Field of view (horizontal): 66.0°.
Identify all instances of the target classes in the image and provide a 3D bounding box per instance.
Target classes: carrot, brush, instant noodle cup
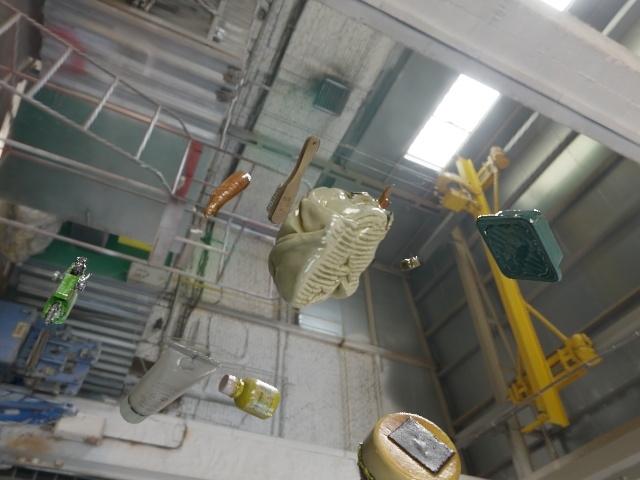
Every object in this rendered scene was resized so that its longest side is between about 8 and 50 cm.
[{"bbox_3d":[-0.254,-0.129,1.331,0.059,0.059,0.248,-59,180,35],"label":"carrot"},{"bbox_3d":[-0.099,-0.208,1.663,0.065,0.070,0.327,42,-69,39],"label":"brush"},{"bbox_3d":[0.444,0.005,1.078,0.070,0.179,0.157,-39,-162,-21],"label":"instant noodle cup"}]

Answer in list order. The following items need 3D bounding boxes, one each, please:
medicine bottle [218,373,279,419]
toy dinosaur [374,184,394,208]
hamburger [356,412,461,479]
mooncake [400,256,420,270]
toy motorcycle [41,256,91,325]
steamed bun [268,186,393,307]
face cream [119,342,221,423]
[{"bbox_3d":[-0.263,0.555,1.784,0.122,0.212,0.122,-40,-150,29],"label":"medicine bottle"},{"bbox_3d":[0.192,-0.116,1.654,0.212,0.142,0.057,-18,-109,36],"label":"toy dinosaur"},{"bbox_3d":[0.242,0.633,1.387,0.300,0.300,0.176,-108,-150,-62],"label":"hamburger"},{"bbox_3d":[0.140,0.069,1.543,0.150,0.347,0.057,-5,96,-74],"label":"mooncake"},{"bbox_3d":[-0.604,0.129,1.170,0.106,0.074,0.190,-51,-159,45],"label":"toy motorcycle"},{"bbox_3d":[0.000,0.000,1.379,0.237,0.394,0.346,38,-25,32],"label":"steamed bun"},{"bbox_3d":[-0.402,0.370,1.262,0.314,0.143,0.089,-40,-149,27],"label":"face cream"}]
